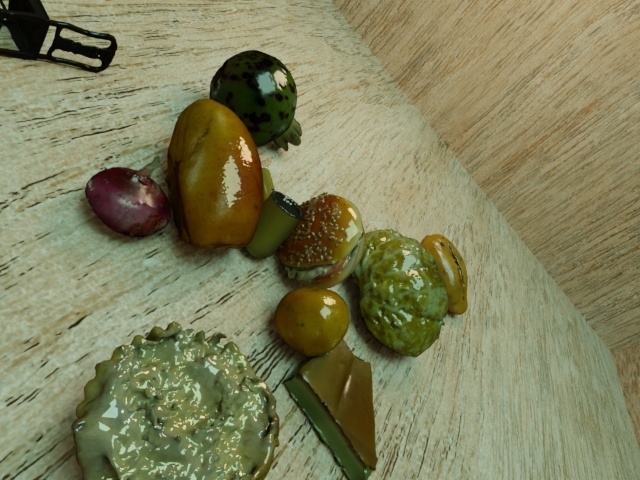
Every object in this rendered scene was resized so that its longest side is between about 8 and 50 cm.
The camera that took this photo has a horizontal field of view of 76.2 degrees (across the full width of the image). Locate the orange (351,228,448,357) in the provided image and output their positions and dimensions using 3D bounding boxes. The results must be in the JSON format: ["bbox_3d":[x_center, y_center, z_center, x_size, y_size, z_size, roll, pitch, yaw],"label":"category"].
[{"bbox_3d":[0.217,0.120,1.097,0.271,0.210,0.369,14,52,-45],"label":"orange"}]

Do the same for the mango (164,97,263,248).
[{"bbox_3d":[-0.217,-0.140,0.842,0.201,0.199,0.350,83,0,-72],"label":"mango"}]

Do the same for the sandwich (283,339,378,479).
[{"bbox_3d":[0.062,0.329,0.857,0.245,0.063,0.212,56,34,2],"label":"sandwich"}]

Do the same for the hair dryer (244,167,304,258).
[{"bbox_3d":[-0.130,-0.087,0.975,0.090,0.135,0.279,27,25,-31],"label":"hair dryer"}]

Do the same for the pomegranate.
[{"bbox_3d":[-0.159,-0.335,1.083,0.242,0.242,0.306,-86,158,-44],"label":"pomegranate"}]

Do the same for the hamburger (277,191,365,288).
[{"bbox_3d":[0.004,-0.002,0.952,0.147,0.237,0.237,29,39,-54],"label":"hamburger"}]

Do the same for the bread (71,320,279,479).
[{"bbox_3d":[-0.192,0.255,0.560,0.274,0.149,0.274,23,46,-27],"label":"bread"}]

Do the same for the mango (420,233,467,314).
[{"bbox_3d":[0.440,0.111,1.428,0.177,0.120,0.295,6,56,-44],"label":"mango"}]

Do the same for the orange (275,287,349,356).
[{"bbox_3d":[-0.017,0.165,0.838,0.154,0.154,0.134,7,85,-46],"label":"orange"}]

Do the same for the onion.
[{"bbox_3d":[-0.319,-0.090,0.722,0.150,0.140,0.150,43,19,-19],"label":"onion"}]

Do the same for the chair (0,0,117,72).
[{"bbox_3d":[-0.537,-0.416,0.793,0.229,0.106,0.113,-19,77,-55],"label":"chair"}]
